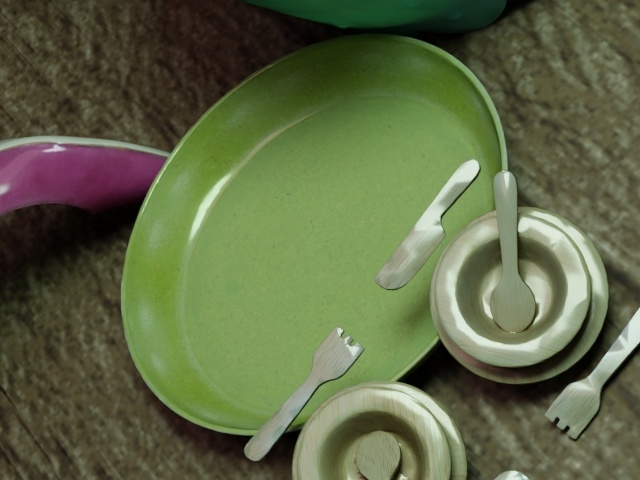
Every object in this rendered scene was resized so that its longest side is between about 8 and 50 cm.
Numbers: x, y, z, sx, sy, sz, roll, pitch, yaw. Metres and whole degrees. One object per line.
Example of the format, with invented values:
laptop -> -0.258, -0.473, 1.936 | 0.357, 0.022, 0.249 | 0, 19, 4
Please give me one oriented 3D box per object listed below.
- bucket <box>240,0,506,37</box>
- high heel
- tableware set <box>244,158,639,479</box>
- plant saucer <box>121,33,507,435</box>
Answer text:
bucket -> 0.002, -0.245, 1.040 | 0.281, 0.183, 0.281 | 0, 90, 33
high heel -> -0.193, -0.001, 1.123 | 0.082, 0.244, 0.117 | -179, 88, -71
tableware set -> 0.060, 0.066, 0.931 | 0.128, 0.039, 0.194 | 38, 88, 18
plant saucer -> 0.000, 0.000, 1.052 | 0.241, 0.037, 0.241 | -17, 54, 25
